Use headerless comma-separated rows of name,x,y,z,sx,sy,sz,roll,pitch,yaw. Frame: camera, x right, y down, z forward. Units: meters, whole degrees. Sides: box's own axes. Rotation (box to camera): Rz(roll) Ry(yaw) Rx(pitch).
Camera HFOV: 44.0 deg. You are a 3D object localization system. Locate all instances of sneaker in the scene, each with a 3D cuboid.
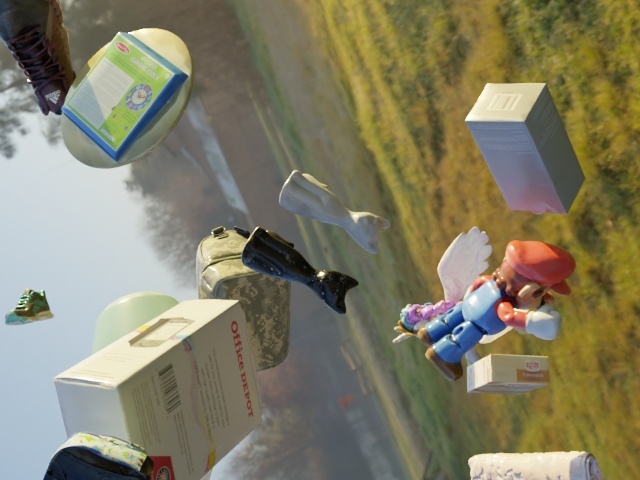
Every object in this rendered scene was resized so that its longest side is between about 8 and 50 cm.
sneaker,-0.648,0.145,1.743,0.166,0.064,0.076,1,-101,-87
sneaker,-0.431,-0.284,1.240,0.281,0.106,0.163,139,114,-86

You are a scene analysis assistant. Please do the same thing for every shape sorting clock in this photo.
shape sorting clock,-0.251,-0.185,1.027,0.040,0.206,0.206,35,-156,-56

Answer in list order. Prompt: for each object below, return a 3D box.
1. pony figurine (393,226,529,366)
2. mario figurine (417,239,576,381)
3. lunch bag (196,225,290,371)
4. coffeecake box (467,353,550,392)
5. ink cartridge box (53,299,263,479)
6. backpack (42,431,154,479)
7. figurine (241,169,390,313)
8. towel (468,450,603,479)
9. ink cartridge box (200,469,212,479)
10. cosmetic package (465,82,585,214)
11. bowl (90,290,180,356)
pony figurine,0.398,0.192,2.073,0.363,0.351,0.303,26,-152,-43
mario figurine,0.350,0.137,1.482,0.170,0.320,0.198,16,-143,-58
lunch bag,-0.211,0.147,1.975,0.256,0.212,0.305,40,136,52
coffeecake box,0.446,0.323,1.899,0.185,0.142,0.068,110,162,-70
ink cartridge box,-0.233,0.247,1.209,0.306,0.131,0.226,-33,-61,-58
backpack,-0.271,0.287,0.955,0.114,0.105,0.084,26,-171,-7
figurine,0.000,0.000,1.428,0.209,0.215,0.092,30,161,6
towel,0.416,0.562,1.494,0.331,0.053,0.317,-26,68,57
ink cartridge box,-0.295,0.510,1.658,0.218,0.092,0.159,130,158,-65
cosmetic package,0.371,-0.160,1.418,0.127,0.107,0.238,10,149,43
bowl,-0.472,0.247,2.109,0.312,0.311,0.163,72,177,-64
